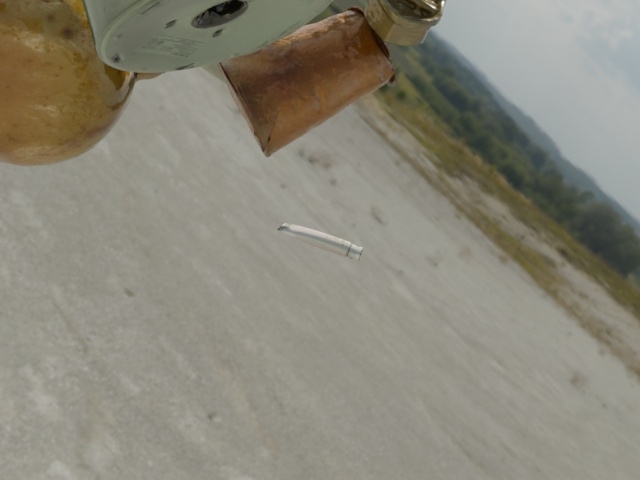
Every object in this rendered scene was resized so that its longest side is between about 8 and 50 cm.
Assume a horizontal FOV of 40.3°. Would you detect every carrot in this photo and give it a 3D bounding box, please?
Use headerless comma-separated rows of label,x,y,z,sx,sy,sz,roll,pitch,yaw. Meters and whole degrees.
carrot,-0.022,-0.268,1.388,0.196,0.254,0.196,62,-6,12

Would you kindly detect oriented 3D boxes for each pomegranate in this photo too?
pomegranate,-0.421,-0.302,1.334,0.410,0.410,0.410,43,14,-13

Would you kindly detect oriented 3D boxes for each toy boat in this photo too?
toy boat,0.128,-0.360,1.348,0.116,0.061,0.188,30,40,-4

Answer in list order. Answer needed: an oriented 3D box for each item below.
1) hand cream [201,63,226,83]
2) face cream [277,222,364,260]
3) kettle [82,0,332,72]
hand cream,-0.187,-0.350,1.569,0.340,0.124,0.078,36,28,-16
face cream,0.000,0.000,1.138,0.115,0.020,0.038,18,18,6
kettle,-0.112,-0.327,0.686,0.205,0.265,0.318,-14,83,-29
